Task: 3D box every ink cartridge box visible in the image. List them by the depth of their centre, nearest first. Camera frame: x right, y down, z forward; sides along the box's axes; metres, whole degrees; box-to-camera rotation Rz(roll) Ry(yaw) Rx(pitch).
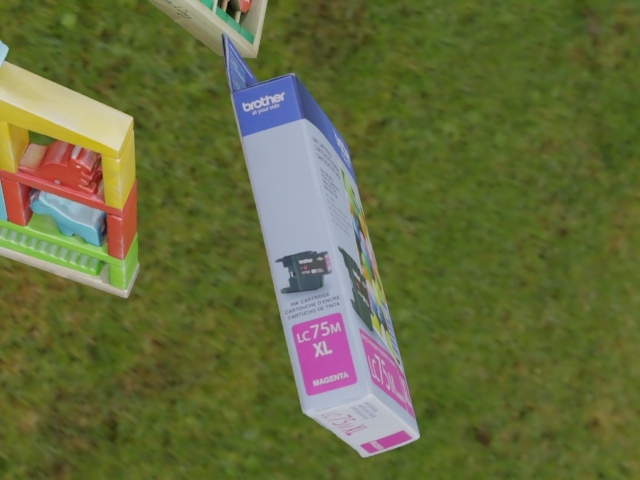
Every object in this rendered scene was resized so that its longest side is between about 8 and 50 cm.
[{"bbox_3d":[0.000,0.000,1.421,0.065,0.311,0.186,-19,161,8],"label":"ink cartridge box"}]

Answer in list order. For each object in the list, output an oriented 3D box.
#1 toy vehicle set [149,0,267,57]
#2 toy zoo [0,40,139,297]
[{"bbox_3d":[-0.103,-0.262,1.419,0.267,0.035,0.166,31,66,-65],"label":"toy vehicle set"},{"bbox_3d":[-0.224,-0.058,1.297,0.293,0.192,0.030,101,9,-65],"label":"toy zoo"}]
